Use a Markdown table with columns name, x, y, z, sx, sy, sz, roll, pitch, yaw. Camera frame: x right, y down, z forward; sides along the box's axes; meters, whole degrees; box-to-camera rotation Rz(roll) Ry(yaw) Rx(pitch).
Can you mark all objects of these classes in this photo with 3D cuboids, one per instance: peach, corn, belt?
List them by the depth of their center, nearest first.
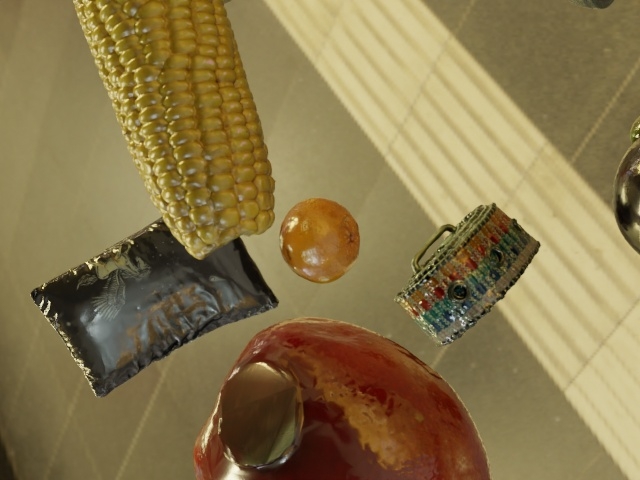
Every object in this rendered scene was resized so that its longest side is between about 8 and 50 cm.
| name | x | y | z | sx | sy | sz | roll | pitch | yaw |
| --- | --- | --- | --- | --- | --- | --- | --- | --- | --- |
| corn | -0.110 | -0.136 | 0.718 | 0.106 | 0.106 | 0.305 | -29 | 75 | 52 |
| peach | 0.012 | 0.273 | 1.349 | 0.335 | 0.310 | 0.406 | -50 | 52 | -2 |
| belt | 0.266 | 0.044 | 1.932 | 0.160 | 0.295 | 0.207 | 44 | 159 | 0 |

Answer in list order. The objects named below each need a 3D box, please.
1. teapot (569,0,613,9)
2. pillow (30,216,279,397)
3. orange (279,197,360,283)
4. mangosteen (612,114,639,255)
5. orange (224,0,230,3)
| name | x | y | z | sx | sy | sz | roll | pitch | yaw |
| --- | --- | --- | --- | --- | --- | --- | --- | --- | --- |
| teapot | 0.421 | -0.449 | 1.723 | 0.108 | 0.149 | 0.111 | 16 | 71 | 41 |
| pillow | -0.162 | 0.052 | 1.028 | 0.141 | 0.208 | 0.055 | 62 | -179 | -16 |
| orange | 0.000 | 0.000 | 1.013 | 0.070 | 0.083 | 0.083 | 0 | 95 | 37 |
| mangosteen | 0.616 | -0.085 | 1.687 | 0.300 | 0.300 | 0.300 | 12 | 104 | 53 |
| orange | -0.159 | -0.399 | 1.533 | 0.160 | 0.170 | 0.112 | -23 | 107 | 22 |
